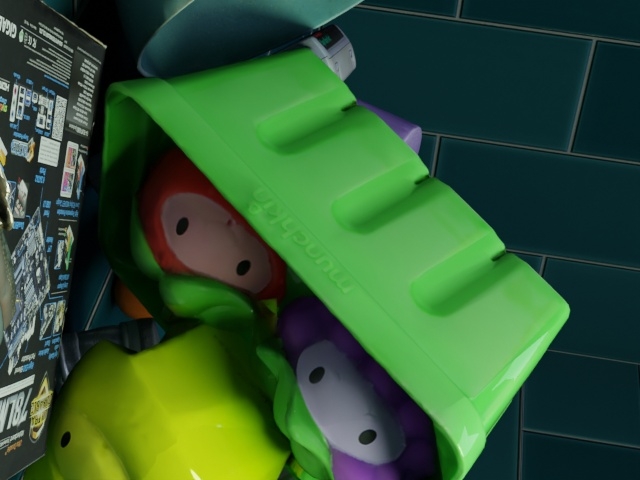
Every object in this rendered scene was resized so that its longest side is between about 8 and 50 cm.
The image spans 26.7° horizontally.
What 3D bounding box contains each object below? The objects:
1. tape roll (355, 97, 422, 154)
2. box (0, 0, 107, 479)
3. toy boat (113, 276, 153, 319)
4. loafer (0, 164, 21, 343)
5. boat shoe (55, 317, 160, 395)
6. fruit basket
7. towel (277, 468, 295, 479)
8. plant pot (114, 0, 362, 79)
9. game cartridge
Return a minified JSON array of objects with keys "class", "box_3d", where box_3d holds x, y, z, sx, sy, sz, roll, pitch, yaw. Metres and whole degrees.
[{"class":"tape roll","box_3d":[0.000,0.000,1.277,0.275,0.090,0.275,24,90,-82]},{"class":"box","box_3d":[-0.206,0.003,0.796,0.295,0.073,0.293,-4,103,-87]},{"class":"toy boat","box_3d":[-0.149,0.031,1.405,0.151,0.151,0.231,-33,163,-28]},{"class":"loafer","box_3d":[-0.167,-0.069,0.488,0.084,0.096,0.267,-59,142,-37]},{"class":"boat shoe","box_3d":[-0.204,0.197,1.235,0.320,0.103,0.118,103,-19,-44]},{"class":"fruit basket","box_3d":[-0.065,0.090,0.975,0.283,0.392,0.392,108,-6,-57]},{"class":"towel","box_3d":[-0.103,0.306,1.108,0.248,0.038,0.325,-40,-168,26]},{"class":"plant pot","box_3d":[-0.063,-0.290,1.126,0.195,0.290,0.290,64,1,4]},{"class":"game cartridge","box_3d":[-0.082,-0.134,1.311,0.068,0.230,0.355,59,10,-7]}]
